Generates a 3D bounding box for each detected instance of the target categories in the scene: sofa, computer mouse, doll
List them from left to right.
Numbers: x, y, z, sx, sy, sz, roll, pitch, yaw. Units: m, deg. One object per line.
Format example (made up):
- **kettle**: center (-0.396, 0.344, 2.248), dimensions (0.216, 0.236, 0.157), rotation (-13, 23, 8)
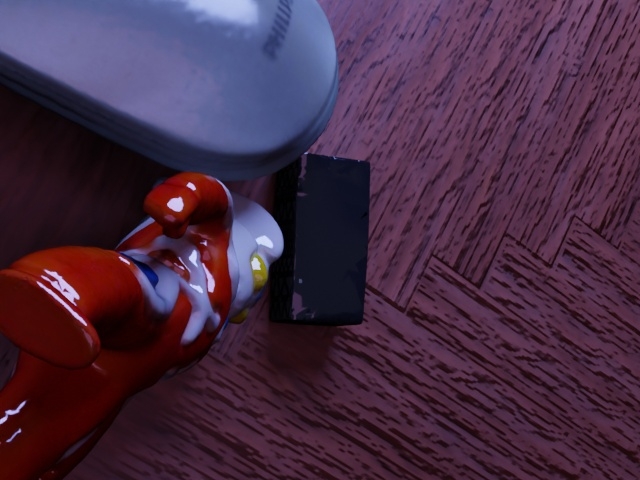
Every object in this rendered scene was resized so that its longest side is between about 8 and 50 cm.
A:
- **computer mouse**: center (-0.131, -0.158, 0.717), dimensions (0.331, 0.095, 0.197), rotation (24, 48, -22)
- **doll**: center (-0.101, 0.042, 0.625), dimensions (0.099, 0.384, 0.188), rotation (33, 108, 0)
- **sofa**: center (0.000, 0.000, 0.825), dimensions (0.060, 0.039, 0.118), rotation (6, 83, -25)
